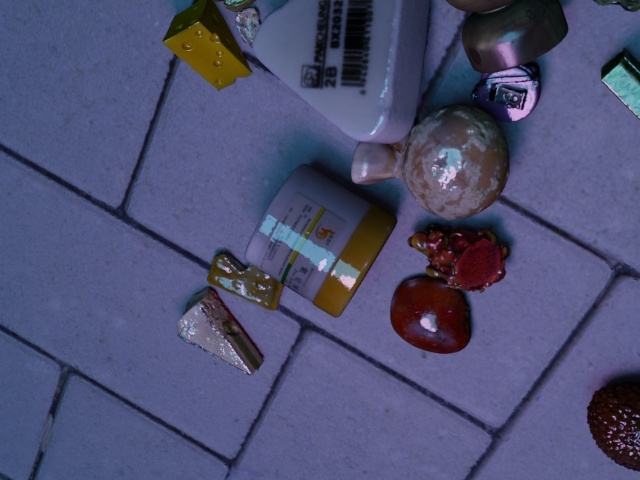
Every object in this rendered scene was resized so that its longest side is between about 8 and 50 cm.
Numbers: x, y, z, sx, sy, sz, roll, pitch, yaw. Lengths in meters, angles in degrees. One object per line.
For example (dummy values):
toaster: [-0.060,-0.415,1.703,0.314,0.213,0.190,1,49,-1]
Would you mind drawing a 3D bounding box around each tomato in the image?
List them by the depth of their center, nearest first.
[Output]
tomato: [0.227,0.176,1.939,0.173,0.099,0.189,-4,115,19]

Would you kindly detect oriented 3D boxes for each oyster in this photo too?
oyster: [-0.137,-0.418,1.824,0.054,0.019,0.083,-10,109,22]

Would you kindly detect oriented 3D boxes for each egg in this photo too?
egg: [0.254,-0.148,1.709,0.203,0.203,0.245,19,145,10]

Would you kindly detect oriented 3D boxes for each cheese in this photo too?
cheese: [-0.219,-0.379,1.841,0.093,0.126,0.171,-23,124,21]

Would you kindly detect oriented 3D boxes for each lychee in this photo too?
lychee: [0.628,0.374,1.856,0.188,0.188,0.188,8,117,16]

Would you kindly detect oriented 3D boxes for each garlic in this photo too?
garlic: [0.122,-0.184,1.796,0.099,0.124,0.175,22,90,39]

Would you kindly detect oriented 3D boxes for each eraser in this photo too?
eraser: [0.069,-0.322,1.673,0.331,0.150,0.332,3,97,27]

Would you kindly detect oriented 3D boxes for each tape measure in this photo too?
tape measure: [0.342,-0.280,1.690,0.125,0.074,0.118,14,120,15]

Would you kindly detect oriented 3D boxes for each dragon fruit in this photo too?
dragon fruit: [0.271,0.028,1.841,0.207,0.150,0.133,19,91,17]

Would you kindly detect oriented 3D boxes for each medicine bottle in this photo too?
medicine bottle: [0.000,0.000,1.852,0.231,0.238,0.238,31,121,4]

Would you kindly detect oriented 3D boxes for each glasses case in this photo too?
glasses case: [0.608,-0.217,1.616,0.272,0.095,0.062,43,116,-5]

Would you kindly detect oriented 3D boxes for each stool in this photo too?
stool: [0.289,-0.440,1.547,0.179,0.179,0.264,-17,118,26]

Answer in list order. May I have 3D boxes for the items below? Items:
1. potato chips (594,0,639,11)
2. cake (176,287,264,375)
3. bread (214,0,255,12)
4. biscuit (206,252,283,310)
potato chips: [0.509,-0.594,1.487,0.358,0.070,0.430,12,119,10]
cake: [-0.244,0.230,2.137,0.116,0.086,0.220,-29,103,28]
bread: [-0.155,-0.512,1.759,0.156,0.064,0.118,-29,98,30]
biscuit: [-0.158,0.060,2.053,0.183,0.039,0.174,20,121,8]
